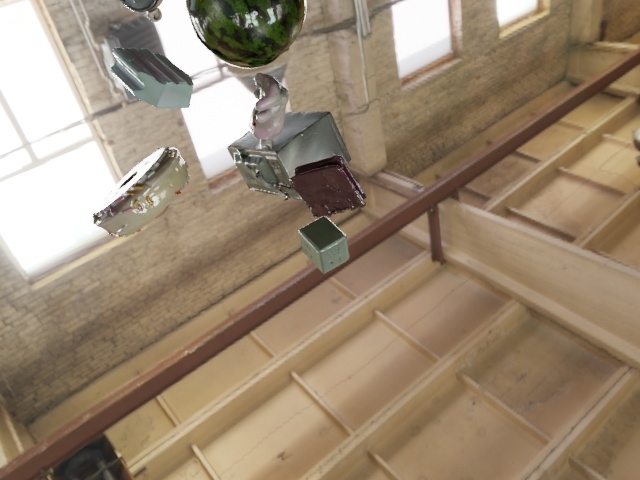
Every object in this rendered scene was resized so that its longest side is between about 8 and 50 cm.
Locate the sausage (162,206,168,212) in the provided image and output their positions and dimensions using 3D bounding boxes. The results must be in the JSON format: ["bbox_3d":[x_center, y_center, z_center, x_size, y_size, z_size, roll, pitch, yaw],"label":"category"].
[{"bbox_3d":[-0.683,-0.145,2.226,0.123,0.123,0.253,-14,-175,0],"label":"sausage"}]

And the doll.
[{"bbox_3d":[-0.139,-0.343,1.488,0.095,0.192,0.149,0,-127,-14],"label":"doll"}]

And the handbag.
[{"bbox_3d":[0.028,-0.176,1.885,0.203,0.216,0.074,-13,-137,31],"label":"handbag"}]

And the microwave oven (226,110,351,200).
[{"bbox_3d":[-0.149,-0.368,2.406,0.374,0.236,0.432,-42,-149,-23],"label":"microwave oven"}]

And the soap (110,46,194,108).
[{"bbox_3d":[-0.472,-0.455,1.583,0.145,0.091,0.230,-15,-132,-44],"label":"soap"}]

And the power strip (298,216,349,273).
[{"bbox_3d":[0.000,0.000,2.277,0.139,0.140,0.224,-30,-132,-17],"label":"power strip"}]

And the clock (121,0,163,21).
[{"bbox_3d":[-0.586,-0.821,1.816,0.155,0.229,0.063,-17,-160,13],"label":"clock"}]

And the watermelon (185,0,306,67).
[{"bbox_3d":[-0.171,-0.554,1.315,0.285,0.285,0.285,-9,-145,6],"label":"watermelon"}]

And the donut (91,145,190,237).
[{"bbox_3d":[-0.603,-0.159,1.910,0.382,0.142,0.383,-34,-156,18],"label":"donut"}]
